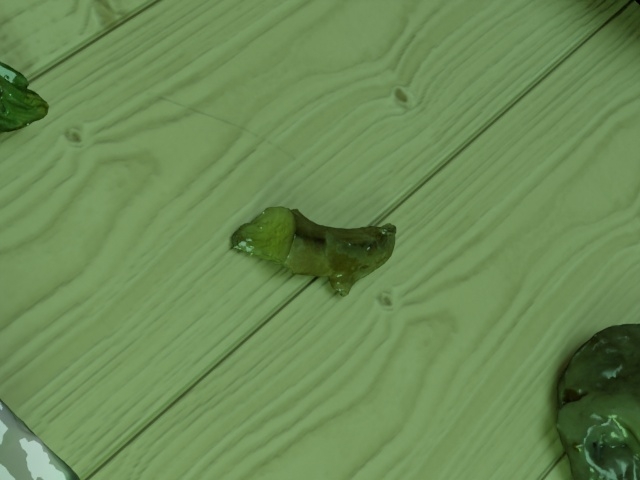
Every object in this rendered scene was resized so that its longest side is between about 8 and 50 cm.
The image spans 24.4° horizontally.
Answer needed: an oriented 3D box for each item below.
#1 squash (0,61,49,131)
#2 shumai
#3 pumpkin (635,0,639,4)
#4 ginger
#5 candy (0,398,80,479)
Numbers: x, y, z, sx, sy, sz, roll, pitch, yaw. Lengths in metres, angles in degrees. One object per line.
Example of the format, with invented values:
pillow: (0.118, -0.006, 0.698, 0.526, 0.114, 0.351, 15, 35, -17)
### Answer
squash: (-0.309, -0.137, 0.968, 0.287, 0.137, 0.137, 33, 57, -20)
shumai: (0.299, 0.159, 1.240, 0.201, 0.120, 0.201, 10, 70, -28)
pumpkin: (0.388, -0.372, 1.415, 0.363, 0.266, 0.363, 12, 68, -32)
ginger: (-0.001, 0.006, 1.158, 0.137, 0.044, 0.057, 10, 49, -31)
candy: (-0.288, 0.116, 0.885, 0.265, 0.116, 0.155, 44, 54, -10)
